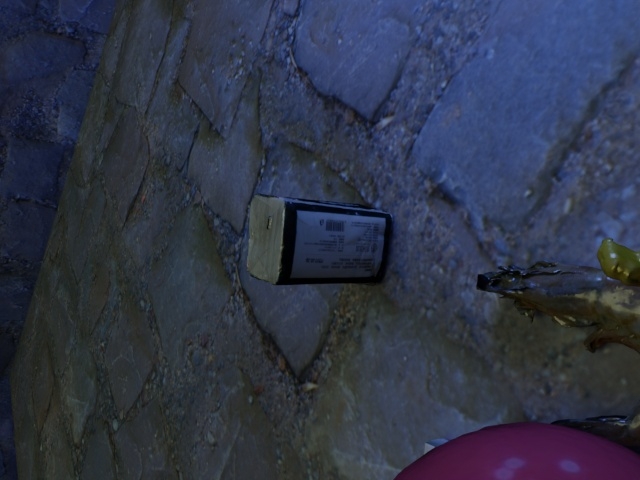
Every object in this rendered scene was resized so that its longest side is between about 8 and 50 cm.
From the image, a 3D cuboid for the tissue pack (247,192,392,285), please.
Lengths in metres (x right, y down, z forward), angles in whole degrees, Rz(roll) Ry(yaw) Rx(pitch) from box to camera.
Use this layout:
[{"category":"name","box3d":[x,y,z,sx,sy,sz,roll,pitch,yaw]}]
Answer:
[{"category":"tissue pack","box3d":[0.001,0.001,0.693,0.090,0.170,0.103,11,95,53]}]

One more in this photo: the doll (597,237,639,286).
[{"category":"doll","box3d":[0.311,-0.116,0.334,0.094,0.160,0.365,-60,-10,-72]}]

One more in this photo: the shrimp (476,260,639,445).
[{"category":"shrimp","box3d":[0.222,0.093,0.495,0.219,0.046,0.152,17,95,52]}]

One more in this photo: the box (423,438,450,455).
[{"category":"box","box3d":[0.140,0.292,0.573,0.084,0.040,0.154,2,86,55]}]

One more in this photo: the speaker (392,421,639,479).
[{"category":"speaker","box3d":[0.145,0.265,0.375,0.294,0.294,0.294,-11,75,51]}]
